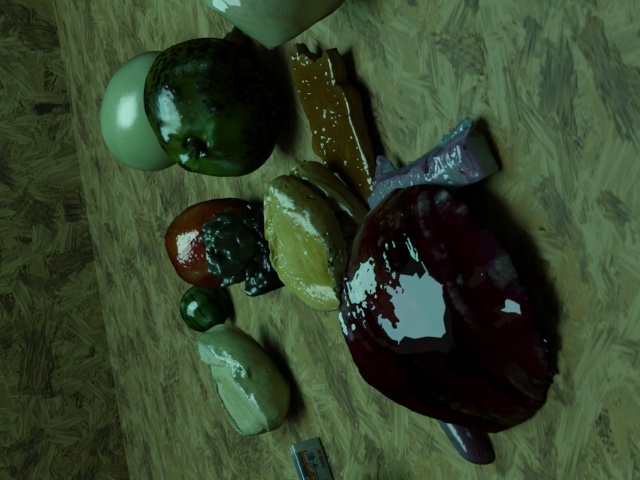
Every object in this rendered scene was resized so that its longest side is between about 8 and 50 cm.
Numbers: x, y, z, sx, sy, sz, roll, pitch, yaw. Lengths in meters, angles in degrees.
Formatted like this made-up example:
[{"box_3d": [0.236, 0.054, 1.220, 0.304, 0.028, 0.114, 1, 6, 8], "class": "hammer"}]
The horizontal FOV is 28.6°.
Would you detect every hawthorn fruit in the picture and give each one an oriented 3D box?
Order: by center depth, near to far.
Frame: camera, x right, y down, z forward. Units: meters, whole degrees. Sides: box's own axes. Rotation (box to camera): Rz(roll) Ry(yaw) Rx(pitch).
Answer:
[{"box_3d": [-0.175, 0.004, 2.180, 0.173, 0.179, 0.173, -13, -90, -70], "class": "hawthorn fruit"}]

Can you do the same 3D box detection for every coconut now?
[{"box_3d": [-0.054, -0.346, 1.575, 0.224, 0.224, 0.224, 167, 90, -70], "class": "coconut"}]

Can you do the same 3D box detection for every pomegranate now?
[{"box_3d": [-0.176, -0.223, 1.966, 0.276, 0.204, 0.222, -123, 12, -49], "class": "pomegranate"}]

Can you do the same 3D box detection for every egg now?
[{"box_3d": [-0.312, -0.242, 2.333, 0.188, 0.189, 0.253, 62, 146, 35], "class": "egg"}]

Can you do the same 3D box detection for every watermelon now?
[{"box_3d": [-0.225, 0.137, 2.476, 0.109, 0.109, 0.109, 167, 90, -70], "class": "watermelon"}]

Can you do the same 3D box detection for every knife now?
[{"box_3d": [0.140, 0.163, 1.596, 0.123, 0.053, 0.278, 105, 147, -63], "class": "knife"}]

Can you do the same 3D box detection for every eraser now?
[{"box_3d": [-0.009, 0.398, 2.131, 0.029, 0.052, 0.122, 124, 128, -63], "class": "eraser"}]

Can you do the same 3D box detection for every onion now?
[{"box_3d": [0.119, 0.080, 1.421, 0.314, 0.146, 0.280, 61, 158, 15], "class": "onion"}]

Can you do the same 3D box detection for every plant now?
[{"box_3d": [-0.084, 0.013, 1.883, 0.132, 0.194, 0.129, 135, 124, -66], "class": "plant"}]

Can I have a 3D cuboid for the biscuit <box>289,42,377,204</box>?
[{"box_3d": [0.025, -0.162, 1.705, 0.280, 0.043, 0.183, 59, 158, 29], "class": "biscuit"}]

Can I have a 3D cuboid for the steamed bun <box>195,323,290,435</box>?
[{"box_3d": [-0.128, 0.241, 2.266, 0.212, 0.110, 0.231, 59, 156, -2], "class": "steamed bun"}]

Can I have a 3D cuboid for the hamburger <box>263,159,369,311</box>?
[{"box_3d": [-0.001, -0.001, 1.733, 0.214, 0.108, 0.213, 49, 158, 27], "class": "hamburger"}]

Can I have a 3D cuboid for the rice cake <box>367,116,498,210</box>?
[{"box_3d": [0.121, -0.082, 1.485, 0.290, 0.051, 0.081, 163, 92, -69], "class": "rice cake"}]
